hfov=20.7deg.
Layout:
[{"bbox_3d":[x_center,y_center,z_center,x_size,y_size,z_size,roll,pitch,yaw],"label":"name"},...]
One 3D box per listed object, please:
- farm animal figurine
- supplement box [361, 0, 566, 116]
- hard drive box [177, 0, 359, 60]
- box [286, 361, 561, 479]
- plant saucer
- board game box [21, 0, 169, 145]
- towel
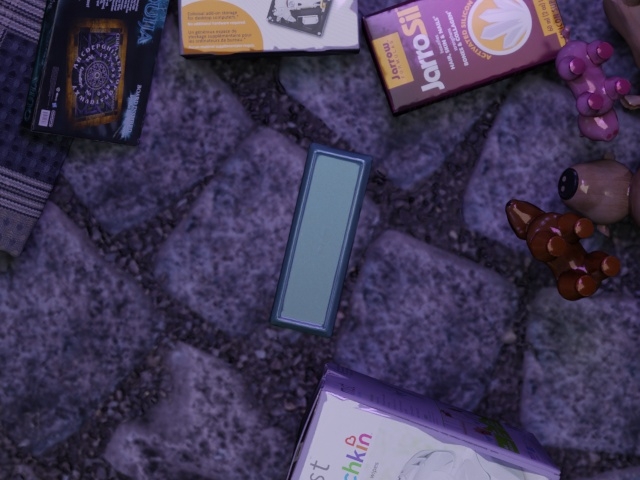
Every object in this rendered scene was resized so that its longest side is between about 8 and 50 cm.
[{"bbox_3d":[0.331,-0.071,1.708,0.327,0.172,0.330,26,84,-11],"label":"farm animal figurine"},{"bbox_3d":[0.144,-0.202,1.742,0.188,0.081,0.104,-19,91,2],"label":"supplement box"},{"bbox_3d":[-0.054,-0.299,1.739,0.181,0.089,0.232,-3,92,1],"label":"hard drive box"},{"bbox_3d":[0.090,0.215,1.663,0.231,0.262,0.127,19,92,0],"label":"box"},{"bbox_3d":[0.000,0.000,1.782,0.067,0.018,0.192,13,92,1],"label":"plant saucer"},{"bbox_3d":[-0.219,-0.192,1.735,0.126,0.026,0.186,8,100,-37],"label":"board game box"},{"bbox_3d":[-0.366,-0.171,1.689,0.324,0.056,0.312,24,90,-39],"label":"towel"}]
